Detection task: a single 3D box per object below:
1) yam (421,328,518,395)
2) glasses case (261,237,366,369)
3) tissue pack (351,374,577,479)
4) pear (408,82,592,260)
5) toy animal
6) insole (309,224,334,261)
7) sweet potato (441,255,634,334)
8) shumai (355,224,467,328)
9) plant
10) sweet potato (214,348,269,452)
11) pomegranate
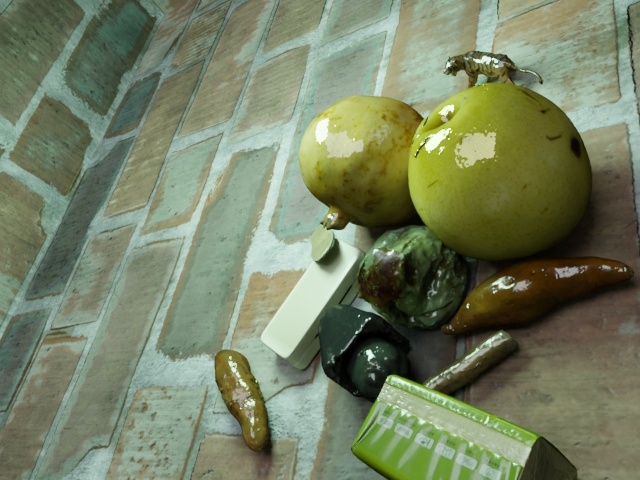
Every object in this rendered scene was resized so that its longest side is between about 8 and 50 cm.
[{"bbox_3d":[0.263,0.250,1.141,0.241,0.057,0.056,-37,41,9],"label":"yam"},{"bbox_3d":[-0.007,0.146,1.447,0.131,0.070,0.312,24,75,49],"label":"glasses case"},{"bbox_3d":[0.226,0.355,0.970,0.275,0.200,0.167,12,66,46],"label":"tissue pack"},{"bbox_3d":[0.335,-0.128,1.169,0.349,0.348,0.348,-24,45,26],"label":"pear"},{"bbox_3d":[0.437,-0.419,1.481,0.255,0.116,0.114,22,76,48],"label":"toy animal"},{"bbox_3d":[0.000,0.000,1.524,0.081,0.011,0.248,-49,13,7],"label":"insole"},{"bbox_3d":[0.378,0.093,1.124,0.359,0.112,0.112,-30,43,25],"label":"sweet potato"},{"bbox_3d":[0.162,0.046,1.270,0.225,0.222,0.260,-42,36,10],"label":"shumai"},{"bbox_3d":[0.085,0.227,1.248,0.164,0.142,0.256,-48,36,-2],"label":"plant"},{"bbox_3d":[-0.194,0.345,1.431,0.354,0.095,0.106,-133,46,-53],"label":"sweet potato"},{"bbox_3d":[0.109,-0.162,1.418,0.343,0.342,0.342,-24,45,26],"label":"pomegranate"}]
